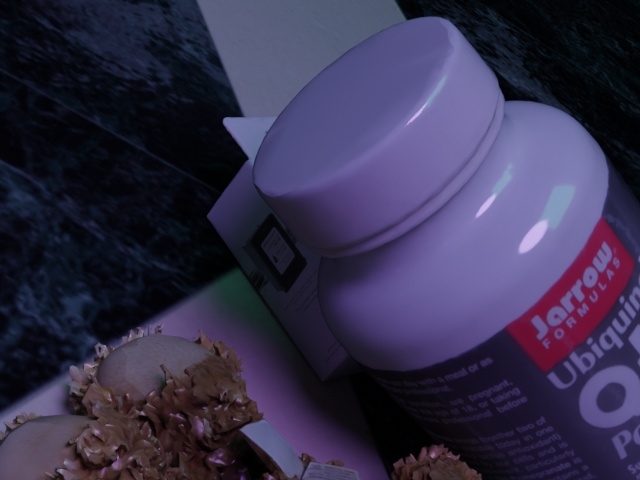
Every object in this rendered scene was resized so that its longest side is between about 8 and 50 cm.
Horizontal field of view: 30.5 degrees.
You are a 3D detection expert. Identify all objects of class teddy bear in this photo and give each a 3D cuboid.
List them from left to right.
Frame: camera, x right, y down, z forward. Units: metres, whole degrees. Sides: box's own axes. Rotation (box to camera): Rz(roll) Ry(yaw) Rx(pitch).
[{"bbox_3d":[-0.006,0.168,0.545,0.338,0.113,0.245,26,25,-5],"label":"teddy bear"}]

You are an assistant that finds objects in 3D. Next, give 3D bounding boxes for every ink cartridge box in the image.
[{"bbox_3d":[0.000,0.000,0.790,0.104,0.060,0.180,-7,53,-49],"label":"ink cartridge box"}]

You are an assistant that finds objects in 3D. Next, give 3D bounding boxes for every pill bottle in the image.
[{"bbox_3d":[0.110,0.035,0.658,0.318,0.176,0.176,47,25,-26],"label":"pill bottle"}]
